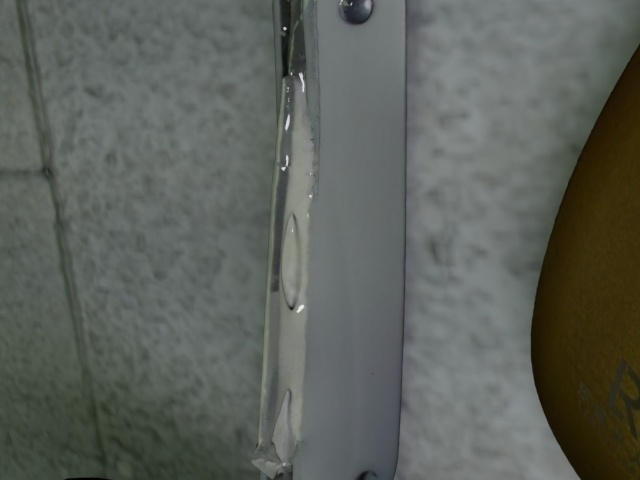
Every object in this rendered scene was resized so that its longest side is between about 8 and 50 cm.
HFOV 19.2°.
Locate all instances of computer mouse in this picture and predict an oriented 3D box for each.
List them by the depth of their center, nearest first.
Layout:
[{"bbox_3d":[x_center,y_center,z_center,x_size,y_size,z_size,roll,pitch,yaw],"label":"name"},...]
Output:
[{"bbox_3d":[0.129,0.015,0.592,0.126,0.056,0.245,54,141,34],"label":"computer mouse"}]

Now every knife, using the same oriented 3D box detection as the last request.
[{"bbox_3d":[0.003,-0.001,0.782,0.041,0.073,0.265,25,120,44],"label":"knife"}]

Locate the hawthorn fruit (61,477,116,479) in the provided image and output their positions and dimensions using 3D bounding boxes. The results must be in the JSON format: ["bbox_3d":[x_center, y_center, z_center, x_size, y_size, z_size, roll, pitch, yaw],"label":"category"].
[{"bbox_3d":[-0.073,0.259,0.814,0.316,0.316,0.316,29,125,52],"label":"hawthorn fruit"}]
